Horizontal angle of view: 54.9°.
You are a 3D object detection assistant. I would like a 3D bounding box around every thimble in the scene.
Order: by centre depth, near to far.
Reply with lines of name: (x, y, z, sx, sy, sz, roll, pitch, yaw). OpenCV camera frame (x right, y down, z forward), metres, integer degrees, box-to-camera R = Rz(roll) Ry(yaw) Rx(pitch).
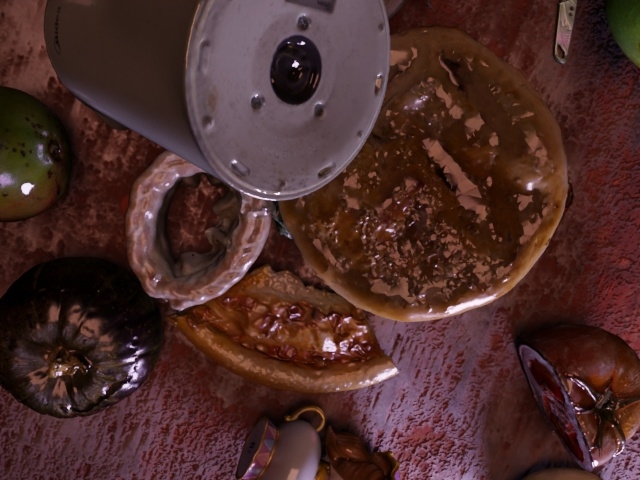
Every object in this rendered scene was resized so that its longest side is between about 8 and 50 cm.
thimble: (-0.174, -0.029, 0.868, 0.196, 0.148, 0.229, 37, 92, -10)

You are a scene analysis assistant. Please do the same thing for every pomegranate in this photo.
pomegranate: (-0.450, -0.110, 0.822, 0.224, 0.181, 0.181, -7, 101, 17)

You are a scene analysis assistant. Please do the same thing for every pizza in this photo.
pizza: (-0.046, 0.142, 0.945, 0.366, 0.074, 0.182, 21, 105, -10)

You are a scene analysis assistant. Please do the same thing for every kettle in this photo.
kettle: (-0.133, -0.267, 0.687, 0.250, 0.377, 0.360, -10, 116, -42)

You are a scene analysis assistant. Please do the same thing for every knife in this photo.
knife: (0.378, -0.375, 0.937, 0.030, 0.014, 0.207, 3, 100, -6)

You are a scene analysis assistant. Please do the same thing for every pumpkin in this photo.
pumpkin: (-0.347, 0.137, 0.870, 0.238, 0.159, 0.237, -2, 103, -10)

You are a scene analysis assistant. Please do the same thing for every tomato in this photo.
tomato: (0.422, 0.223, 0.960, 0.155, 0.181, 0.214, -26, 105, -6)

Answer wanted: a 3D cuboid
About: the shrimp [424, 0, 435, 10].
shrimp: (0.123, -0.404, 0.884, 0.065, 0.056, 0.165, -38, 104, -5)

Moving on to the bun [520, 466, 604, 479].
bun: (0.416, 0.498, 1.020, 0.230, 0.145, 0.229, -1, 102, -3)

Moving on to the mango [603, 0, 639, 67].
mango: (0.496, -0.396, 0.848, 0.201, 0.225, 0.381, -8, 81, -9)

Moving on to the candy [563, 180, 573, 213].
candy: (0.263, -0.131, 0.940, 0.288, 0.084, 0.078, 38, 98, -3)

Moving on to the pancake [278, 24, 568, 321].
pancake: (0.120, -0.076, 0.788, 0.387, 0.082, 0.386, 2, 101, 9)

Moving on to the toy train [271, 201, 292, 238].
toy train: (0.000, 0.000, 0.910, 0.071, 0.111, 0.170, -45, 101, -2)

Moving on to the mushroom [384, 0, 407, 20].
mushroom: (0.010, -0.391, 0.811, 0.244, 0.243, 0.243, -1, 99, -6)

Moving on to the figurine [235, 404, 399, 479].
figurine: (0.009, 0.369, 0.958, 0.264, 0.142, 0.189, 26, 73, -10)
